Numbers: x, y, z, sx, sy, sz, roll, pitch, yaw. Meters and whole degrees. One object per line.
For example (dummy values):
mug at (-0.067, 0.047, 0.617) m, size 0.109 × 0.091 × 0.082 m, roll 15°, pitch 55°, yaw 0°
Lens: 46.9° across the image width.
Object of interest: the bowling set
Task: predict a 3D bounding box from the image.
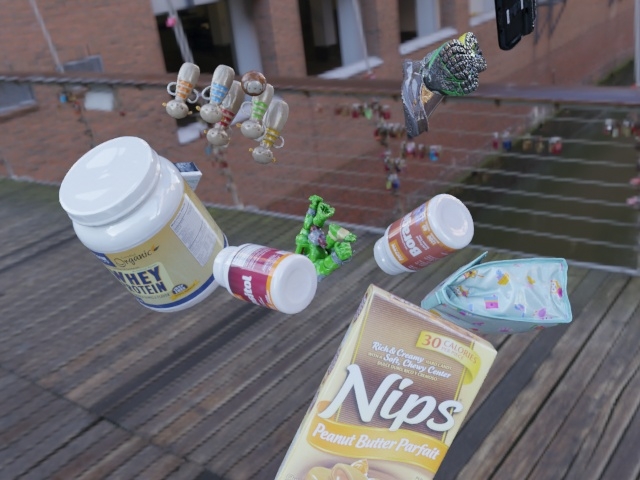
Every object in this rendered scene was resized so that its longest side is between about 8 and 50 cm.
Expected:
bowling set at (-0.194, -0.286, 1.596) m, size 0.287 × 0.154 × 0.200 m, roll 19°, pitch -6°, yaw -12°

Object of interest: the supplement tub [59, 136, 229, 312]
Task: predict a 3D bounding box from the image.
supplement tub at (-0.340, -0.027, 1.456) m, size 0.228 × 0.316 × 0.228 m, roll -13°, pitch 48°, yaw 15°

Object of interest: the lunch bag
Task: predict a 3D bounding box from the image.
lunch bag at (0.352, 0.115, 1.537) m, size 0.262 × 0.160 × 0.223 m, roll 0°, pitch -11°, yaw -5°

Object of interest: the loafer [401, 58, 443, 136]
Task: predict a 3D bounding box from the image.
loafer at (0.324, -0.466, 2.312) m, size 0.130 × 0.134 × 0.366 m, roll -4°, pitch 46°, yaw 11°

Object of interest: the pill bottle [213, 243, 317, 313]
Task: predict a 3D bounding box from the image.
pill bottle at (-0.085, 0.051, 1.073) m, size 0.152 × 0.086 × 0.086 m, roll 11°, pitch 29°, yaw 44°

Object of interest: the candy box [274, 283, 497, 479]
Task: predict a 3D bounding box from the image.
candy box at (0.081, 0.240, 0.995) m, size 0.182 × 0.317 × 0.087 m, roll 26°, pitch 6°, yaw 0°

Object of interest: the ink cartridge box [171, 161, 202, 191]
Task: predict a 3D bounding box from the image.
ink cartridge box at (-0.481, -0.088, 2.156) m, size 0.165 × 0.333 × 0.065 m, roll -9°, pitch 52°, yaw -44°

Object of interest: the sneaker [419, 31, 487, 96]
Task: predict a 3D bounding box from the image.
sneaker at (0.312, -0.415, 1.831) m, size 0.146 × 0.134 × 0.343 m, roll -23°, pitch 10°, yaw 29°

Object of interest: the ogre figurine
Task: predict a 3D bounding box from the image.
ogre figurine at (0.000, 0.000, 1.579) m, size 0.096 × 0.118 × 0.197 m, roll -3°, pitch 43°, yaw -51°

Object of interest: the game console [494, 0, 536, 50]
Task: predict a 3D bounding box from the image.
game console at (0.348, -0.494, 1.376) m, size 0.213 × 0.361 × 0.044 m, roll -39°, pitch 57°, yaw -6°

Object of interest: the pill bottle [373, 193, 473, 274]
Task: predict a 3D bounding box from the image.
pill bottle at (0.214, -0.004, 1.583) m, size 0.121 × 0.121 × 0.216 m, roll -30°, pitch -3°, yaw -42°
